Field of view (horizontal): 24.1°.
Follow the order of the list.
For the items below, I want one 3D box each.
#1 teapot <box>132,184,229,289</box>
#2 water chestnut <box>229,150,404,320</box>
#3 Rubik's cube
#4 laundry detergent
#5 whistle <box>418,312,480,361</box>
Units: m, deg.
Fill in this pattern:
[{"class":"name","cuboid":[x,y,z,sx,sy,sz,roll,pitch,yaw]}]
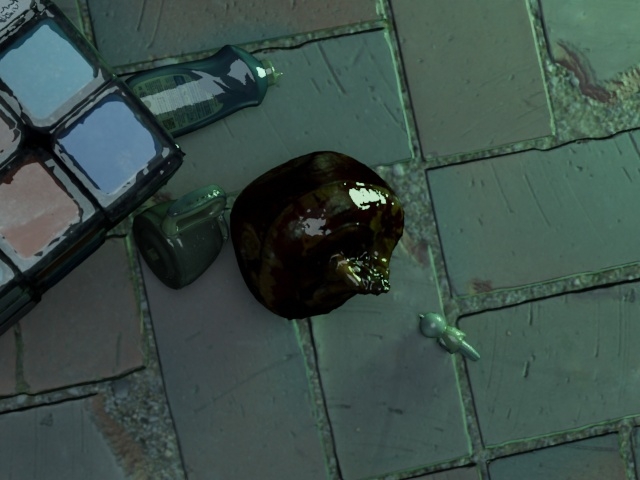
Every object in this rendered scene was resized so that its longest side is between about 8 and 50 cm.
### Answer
[{"class":"teapot","cuboid":[-0.175,-0.020,1.918,0.108,0.111,0.149,-33,135,-27]},{"class":"water chestnut","cuboid":[0.000,0.000,1.889,0.224,0.223,0.238,-31,58,-8]},{"class":"Rubik's cube","cuboid":[-0.406,-0.101,1.778,0.359,0.362,0.363,-39,93,-11]},{"class":"laundry detergent","cuboid":[-0.150,-0.197,1.963,0.206,0.061,0.096,-18,87,-9]},{"class":"whistle","cuboid":[0.170,0.129,1.999,0.100,0.035,0.035,37,82,-5]}]
